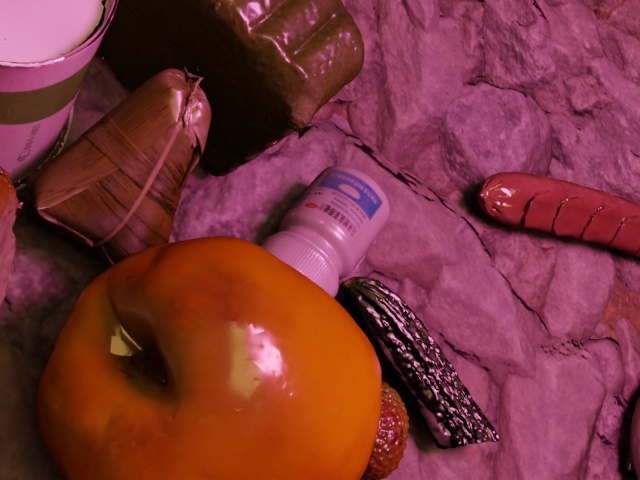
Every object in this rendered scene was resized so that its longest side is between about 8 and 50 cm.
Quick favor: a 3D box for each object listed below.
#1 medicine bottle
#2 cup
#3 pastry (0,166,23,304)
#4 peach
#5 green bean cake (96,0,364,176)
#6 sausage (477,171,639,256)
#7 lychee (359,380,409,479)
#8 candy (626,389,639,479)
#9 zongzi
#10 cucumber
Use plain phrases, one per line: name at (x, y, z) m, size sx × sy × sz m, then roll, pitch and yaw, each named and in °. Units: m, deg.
medicine bottle at (0.000, 0.000, 1.052) m, size 0.105 × 0.105 × 0.168 m, roll 46°, pitch 56°, yaw -13°
cup at (-0.305, -0.187, 0.806) m, size 0.253 × 0.274 × 0.253 m, roll 10°, pitch 70°, yaw -30°
pastry at (-0.346, -0.011, 0.757) m, size 0.218 × 0.229 × 0.100 m, roll 46°, pitch 29°, yaw -25°
peach at (-0.089, 0.149, 0.854) m, size 0.308 × 0.288 × 0.289 m, roll 37°, pitch 53°, yaw -54°
green bean cake at (-0.100, -0.217, 0.964) m, size 0.247 × 0.250 × 0.156 m, roll 47°, pitch 57°, yaw -11°
sausage at (0.389, -0.035, 1.333) m, size 0.433 × 0.088 × 0.088 m, roll 11°, pitch 70°, yaw -31°
lychee at (0.041, 0.211, 1.011) m, size 0.114 × 0.114 × 0.146 m, roll 51°, pitch 35°, yaw -9°
candy at (0.651, 0.300, 1.345) m, size 0.386 × 0.186 × 0.427 m, roll 47°, pitch 52°, yaw -8°
zongzi at (-0.150, -0.049, 0.911) m, size 0.205 × 0.094 × 0.204 m, roll -40°, pitch 126°, yaw 1°
cucumber at (0.116, 0.147, 1.103) m, size 0.077 × 0.077 × 0.265 m, roll -36°, pitch 95°, yaw -35°
